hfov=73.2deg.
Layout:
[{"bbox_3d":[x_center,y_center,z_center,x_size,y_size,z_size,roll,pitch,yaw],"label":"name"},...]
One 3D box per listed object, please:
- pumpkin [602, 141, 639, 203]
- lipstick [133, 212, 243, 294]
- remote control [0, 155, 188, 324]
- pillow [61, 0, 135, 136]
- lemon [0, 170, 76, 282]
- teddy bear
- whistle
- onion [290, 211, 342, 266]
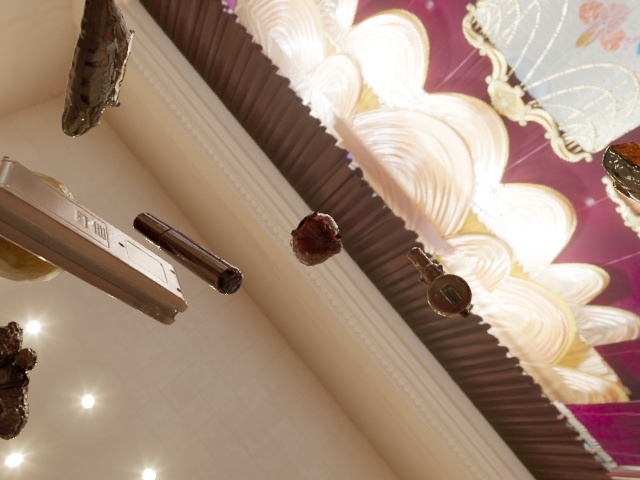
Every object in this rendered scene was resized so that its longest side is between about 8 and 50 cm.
[{"bbox_3d":[0.469,-0.060,0.491,0.253,0.131,0.149,-15,-131,-1],"label":"pumpkin"},{"bbox_3d":[-0.279,0.018,0.870,0.057,0.356,0.057,-23,-56,-39],"label":"lipstick"},{"bbox_3d":[-0.302,0.012,0.570,0.055,0.103,0.277,-44,-51,1],"label":"remote control"},{"bbox_3d":[-0.350,-0.275,0.691,0.051,0.241,0.093,36,-153,18],"label":"pillow"},{"bbox_3d":[-0.697,-0.032,1.024,0.267,0.267,0.268,11,-117,-23],"label":"lemon"},{"bbox_3d":[-0.670,0.298,0.893,0.181,0.129,0.252,-12,-120,-12],"label":"teddy bear"},{"bbox_3d":[0.294,0.103,1.072,0.107,0.057,0.220,-34,-124,1],"label":"whistle"},{"bbox_3d":[0.000,0.000,1.362,0.184,0.146,0.184,-28,-54,-47],"label":"onion"}]
